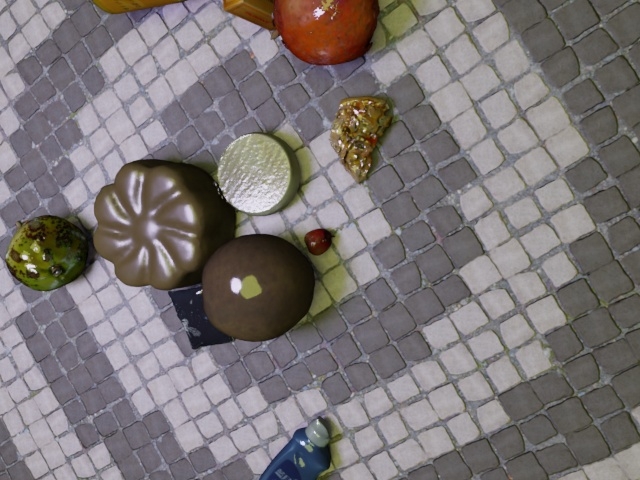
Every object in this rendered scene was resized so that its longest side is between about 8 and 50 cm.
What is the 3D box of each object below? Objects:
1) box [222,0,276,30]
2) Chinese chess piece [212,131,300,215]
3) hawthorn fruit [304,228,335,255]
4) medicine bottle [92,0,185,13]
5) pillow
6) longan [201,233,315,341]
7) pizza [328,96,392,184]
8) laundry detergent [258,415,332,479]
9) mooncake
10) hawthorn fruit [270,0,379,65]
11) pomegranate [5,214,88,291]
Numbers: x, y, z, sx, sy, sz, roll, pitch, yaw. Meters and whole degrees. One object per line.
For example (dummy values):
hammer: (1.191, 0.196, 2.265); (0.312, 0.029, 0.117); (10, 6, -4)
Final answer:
box: (-0.166, -0.705, 1.127); (0.076, 0.174, 0.274); (0, 95, 36)
Chinese chess piece: (-0.171, -0.180, 1.215); (0.237, 0.092, 0.238); (1, 95, 12)
hawthorn fruit: (-0.006, 0.002, 1.200); (0.077, 0.077, 0.077); (1, 94, 13)
medicine bottle: (-0.425, -0.741, 1.164); (0.383, 0.224, 0.225); (-1, 94, 13)
pillow: (-0.348, 0.224, 1.281); (0.141, 0.055, 0.209); (-12, 115, 13)
longan: (-0.158, 0.120, 1.145); (0.297, 0.297, 0.298); (1, 94, 13)
pizza: (0.090, -0.273, 1.159); (0.147, 0.069, 0.227); (24, 99, 8)
laundry detergent: (-0.058, 0.628, 1.246); (0.143, 0.094, 0.290); (34, 101, 12)
mooncake: (-0.439, -0.041, 1.233); (0.378, 0.200, 0.379); (1, 95, 14)
hawthorn fruit: (-0.005, -0.551, 1.076); (0.307, 0.276, 0.276); (-13, 91, 28)
pomegranate: (-0.837, 0.014, 1.324); (0.276, 0.204, 0.222); (43, 84, 4)
